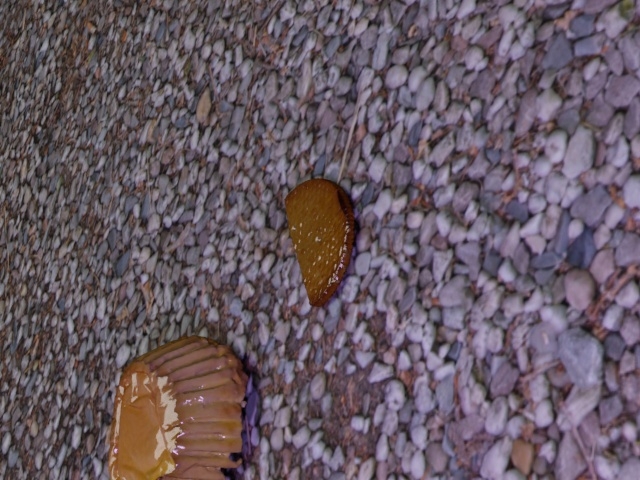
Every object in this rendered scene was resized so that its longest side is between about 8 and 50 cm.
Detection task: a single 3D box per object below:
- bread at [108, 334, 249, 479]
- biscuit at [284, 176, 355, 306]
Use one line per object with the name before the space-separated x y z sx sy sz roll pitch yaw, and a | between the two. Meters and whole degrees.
bread | -0.220 0.269 1.619 0.274 0.149 0.274 -17 65 42
biscuit | 0.005 -0.012 1.548 0.126 0.025 0.206 -44 45 33
